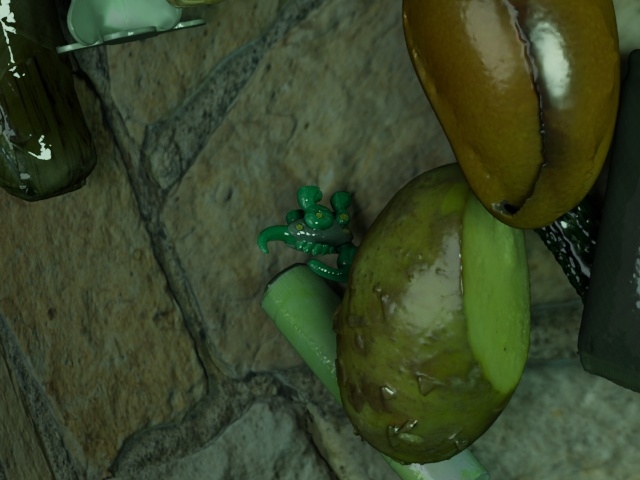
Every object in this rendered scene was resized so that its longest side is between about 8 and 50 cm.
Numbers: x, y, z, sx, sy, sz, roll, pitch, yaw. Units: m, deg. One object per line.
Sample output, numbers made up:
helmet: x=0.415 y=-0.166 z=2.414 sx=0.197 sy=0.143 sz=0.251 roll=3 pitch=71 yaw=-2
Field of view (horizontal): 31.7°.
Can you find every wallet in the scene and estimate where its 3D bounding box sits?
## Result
wallet: x=0.266 y=-0.003 z=0.768 sx=0.168 sy=0.052 sz=0.245 roll=21 pitch=108 yaw=41

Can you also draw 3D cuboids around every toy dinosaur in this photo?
toy dinosaur: x=0.000 y=0.000 z=1.112 sx=0.059 sy=0.132 sz=0.096 roll=115 pitch=149 yaw=-45

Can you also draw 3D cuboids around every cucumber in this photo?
cucumber: x=0.206 y=0.007 z=0.882 sx=0.187 sy=0.058 sz=0.058 roll=59 pitch=143 yaw=17

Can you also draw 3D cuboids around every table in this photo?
table: x=-0.227 y=-0.318 z=1.227 sx=0.166 sy=0.166 sz=0.198 roll=2 pitch=106 yaw=53

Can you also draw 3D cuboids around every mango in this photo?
mango: x=0.139 y=-0.125 z=0.801 sx=0.166 sy=0.136 sz=0.236 roll=-142 pitch=38 yaw=-72

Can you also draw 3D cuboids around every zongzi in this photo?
zongzi: x=-0.381 y=-0.257 z=1.486 sx=0.323 sy=0.160 sz=0.360 roll=52 pitch=134 yaw=17

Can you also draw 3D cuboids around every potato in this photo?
potato: x=0.098 y=0.069 z=0.980 sx=0.176 sy=0.141 sz=0.298 roll=24 pitch=125 yaw=24

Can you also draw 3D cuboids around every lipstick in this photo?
lipstick: x=0.048 y=0.145 z=1.143 sx=0.304 sy=0.076 sz=0.076 roll=48 pitch=138 yaw=28

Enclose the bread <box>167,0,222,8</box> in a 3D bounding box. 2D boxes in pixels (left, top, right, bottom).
bread: x=-0.088 y=-0.324 z=1.085 sx=0.236 sy=0.106 sz=0.140 roll=-32 pitch=78 yaw=54
